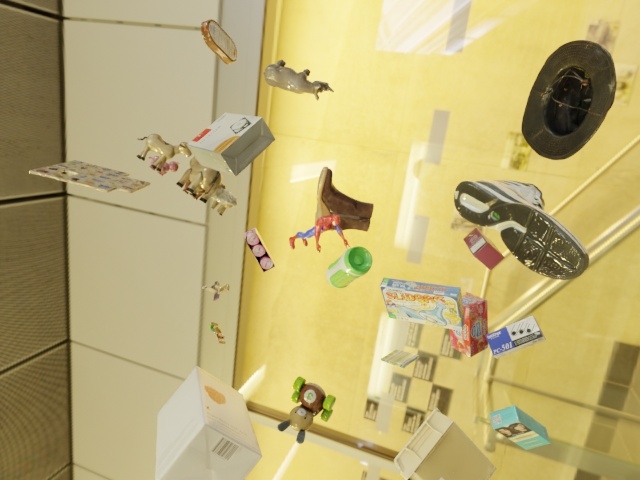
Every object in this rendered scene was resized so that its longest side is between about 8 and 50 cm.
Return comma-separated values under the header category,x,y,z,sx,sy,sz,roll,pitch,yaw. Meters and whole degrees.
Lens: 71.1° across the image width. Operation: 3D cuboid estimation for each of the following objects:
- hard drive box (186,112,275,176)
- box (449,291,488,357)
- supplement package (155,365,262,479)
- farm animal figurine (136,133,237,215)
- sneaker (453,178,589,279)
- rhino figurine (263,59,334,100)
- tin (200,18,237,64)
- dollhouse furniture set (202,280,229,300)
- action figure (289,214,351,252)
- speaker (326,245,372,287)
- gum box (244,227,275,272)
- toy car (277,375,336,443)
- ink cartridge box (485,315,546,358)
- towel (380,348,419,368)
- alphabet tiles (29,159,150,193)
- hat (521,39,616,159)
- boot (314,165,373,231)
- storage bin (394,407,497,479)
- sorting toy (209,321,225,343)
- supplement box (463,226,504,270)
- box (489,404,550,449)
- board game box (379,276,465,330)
category,x,y,z,sx,sy,sz,roll,pitch,yaw
hard drive box,-0.284,-0.307,1.409,0.181,0.232,0.089,-47,-50,-19
box,0.678,0.384,2.054,0.122,0.128,0.257,-18,-68,-26
supplement package,-0.293,0.491,1.142,0.175,0.177,0.293,-51,22,-4
farm animal figurine,-0.488,-0.274,1.706,0.172,0.326,0.330,-56,-30,-6
sneaker,0.643,-0.073,1.334,0.257,0.447,0.169,-15,-48,-26
rhino figurine,-0.071,-0.512,1.443,0.106,0.243,0.073,-64,-8,-51
tin,-0.376,-0.742,1.677,0.189,0.040,0.106,29,-121,-62
dollhouse furniture set,-0.453,0.190,1.946,0.081,0.114,0.091,36,-140,-34
action figure,0.000,0.000,1.545,0.091,0.280,0.139,-15,-101,-34
speaker,0.115,0.118,1.888,0.296,0.131,0.131,131,160,-66
gum box,-0.278,0.037,2.019,0.189,0.062,0.107,63,177,-18
toy car,-0.061,0.598,1.545,0.188,0.154,0.149,-44,-28,-45
ink cartridge box,0.786,0.393,1.811,0.046,0.207,0.097,35,-147,-40
towel,0.365,0.544,2.059,0.113,0.152,0.023,-20,-81,-30
alphabet tiles,-0.588,-0.168,1.182,0.198,0.237,0.009,-79,4,-73
hat,0.752,-0.399,1.310,0.331,0.133,0.332,180,90,-70
boot,0.089,-0.144,1.606,0.090,0.206,0.249,-89,3,-57
storage bin,0.438,0.795,1.579,0.260,0.262,0.123,-44,11,-14
sorting toy,-0.281,0.250,1.219,0.062,0.012,0.083,63,179,18
supplement box,0.680,0.031,1.874,0.081,0.104,0.188,-48,12,19
box,0.718,0.674,1.606,0.244,0.100,0.060,37,-145,-29
board game box,0.265,0.164,1.163,0.035,0.201,0.136,-59,-39,-38
